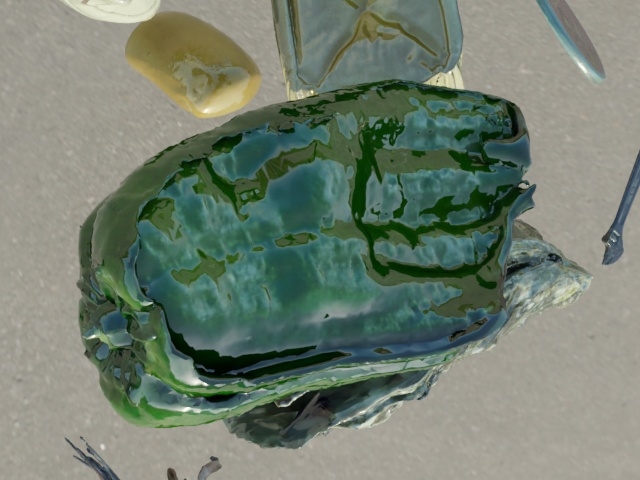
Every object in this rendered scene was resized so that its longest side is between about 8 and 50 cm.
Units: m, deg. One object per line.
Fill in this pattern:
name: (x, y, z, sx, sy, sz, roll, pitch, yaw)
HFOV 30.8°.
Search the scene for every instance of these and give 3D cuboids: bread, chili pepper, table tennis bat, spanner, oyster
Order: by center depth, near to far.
chili pepper: (-0.003, 0.006, 0.842, 0.385, 0.167, 0.213, -20, 92, -31)
oyster: (0.075, 0.068, 0.979, 0.351, 0.162, 0.158, -20, 143, -13)
bread: (0.049, -0.219, 1.203, 0.192, 0.210, 0.110, -11, 165, -2)
table tennis bat: (0.258, -0.284, 1.340, 0.040, 0.153, 0.244, -32, 97, 22)
bread: (-0.193, -0.279, 1.773, 0.147, 0.217, 0.098, -33, 151, -42)
spanner: (0.475, -0.057, 1.792, 0.046, 0.012, 0.208, 9, 106, -31)

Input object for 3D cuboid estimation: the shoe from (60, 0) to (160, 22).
shoe: (-0.252, -0.333, 1.389, 0.132, 0.210, 0.342, -51, 155, -4)

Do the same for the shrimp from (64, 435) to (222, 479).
shrimp: (-0.141, 0.312, 1.237, 0.145, 0.116, 0.343, -44, 108, -4)
